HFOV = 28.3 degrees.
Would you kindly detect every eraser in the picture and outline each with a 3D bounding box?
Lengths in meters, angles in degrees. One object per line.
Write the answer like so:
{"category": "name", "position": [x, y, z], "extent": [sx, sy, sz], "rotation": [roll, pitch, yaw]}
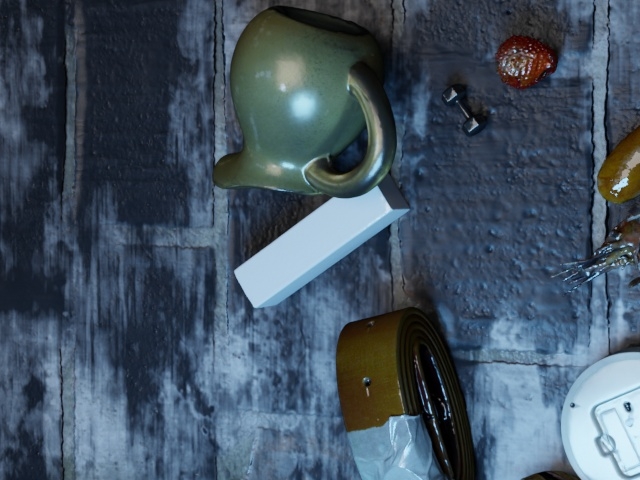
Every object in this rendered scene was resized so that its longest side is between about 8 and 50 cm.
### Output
{"category": "eraser", "position": [0.000, 0.000, 2.062], "extent": [0.298, 0.078, 0.076], "rotation": [-36, 76, 24]}

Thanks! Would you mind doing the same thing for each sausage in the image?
{"category": "sausage", "position": [0.523, -0.144, 1.780], "extent": [0.302, 0.076, 0.103], "rotation": [-23, 81, 27]}

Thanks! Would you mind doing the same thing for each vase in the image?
{"category": "vase", "position": [-0.008, -0.184, 1.960], "extent": [0.329, 0.241, 0.302], "rotation": [32, 114, 40]}

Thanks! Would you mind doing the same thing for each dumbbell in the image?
{"category": "dumbbell", "position": [0.222, -0.202, 1.960], "extent": [0.036, 0.040, 0.083], "rotation": [-31, 76, -7]}

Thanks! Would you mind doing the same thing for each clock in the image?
{"category": "clock", "position": [0.465, 0.270, 1.827], "extent": [0.230, 0.083, 0.230], "rotation": [1, 92, 30]}

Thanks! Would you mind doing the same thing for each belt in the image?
{"category": "belt", "position": [0.136, 0.275, 1.922], "extent": [0.122, 0.217, 0.339], "rotation": [-16, 86, 28]}

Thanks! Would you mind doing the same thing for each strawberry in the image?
{"category": "strawberry", "position": [0.305, -0.266, 1.892], "extent": [0.096, 0.083, 0.083], "rotation": [9, 96, 19]}

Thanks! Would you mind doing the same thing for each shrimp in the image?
{"category": "shrimp", "position": [0.484, 0.007, 1.785], "extent": [0.343, 0.116, 0.145], "rotation": [-26, 73, 23]}

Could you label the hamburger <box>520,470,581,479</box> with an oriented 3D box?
{"category": "hamburger", "position": [0.357, 0.416, 1.809], "extent": [0.231, 0.231, 0.107], "rotation": [26, 102, 25]}
